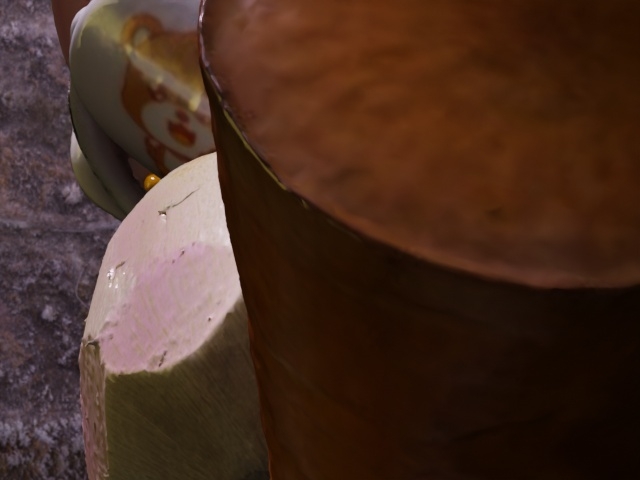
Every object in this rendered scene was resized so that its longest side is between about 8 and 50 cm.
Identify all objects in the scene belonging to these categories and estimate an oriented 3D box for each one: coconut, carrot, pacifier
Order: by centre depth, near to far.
[{"bbox_3d":[0.055,0.021,0.543,0.254,0.195,0.196,96,173,-47],"label":"carrot"},{"bbox_3d":[-0.018,0.071,0.854,0.230,0.227,0.227,-85,3,-55],"label":"coconut"},{"bbox_3d":[-0.032,-0.114,1.022,0.273,0.332,0.220,-51,-19,-11],"label":"pacifier"}]

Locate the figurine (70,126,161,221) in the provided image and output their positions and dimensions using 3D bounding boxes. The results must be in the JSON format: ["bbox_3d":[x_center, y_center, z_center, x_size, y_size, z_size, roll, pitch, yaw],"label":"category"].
[{"bbox_3d":[-0.040,-0.041,1.161,0.141,0.250,0.167,31,115,60],"label":"figurine"}]
